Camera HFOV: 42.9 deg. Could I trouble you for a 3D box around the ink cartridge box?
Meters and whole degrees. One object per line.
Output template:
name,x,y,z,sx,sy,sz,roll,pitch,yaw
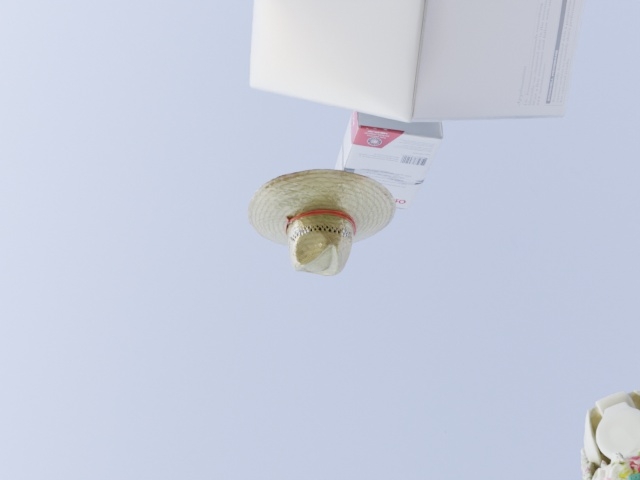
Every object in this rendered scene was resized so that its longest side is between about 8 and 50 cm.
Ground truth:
ink cartridge box,0.076,-0.102,0.952,0.099,0.135,0.056,7,-125,-9

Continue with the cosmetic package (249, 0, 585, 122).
cosmetic package,0.088,-0.195,0.778,0.224,0.225,0.138,22,-68,46

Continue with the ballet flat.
ballet flat,0.192,0.128,0.480,0.091,0.241,0.077,-27,-98,11

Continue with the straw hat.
straw hat,0.000,0.000,0.736,0.145,0.144,0.061,-4,-119,8
